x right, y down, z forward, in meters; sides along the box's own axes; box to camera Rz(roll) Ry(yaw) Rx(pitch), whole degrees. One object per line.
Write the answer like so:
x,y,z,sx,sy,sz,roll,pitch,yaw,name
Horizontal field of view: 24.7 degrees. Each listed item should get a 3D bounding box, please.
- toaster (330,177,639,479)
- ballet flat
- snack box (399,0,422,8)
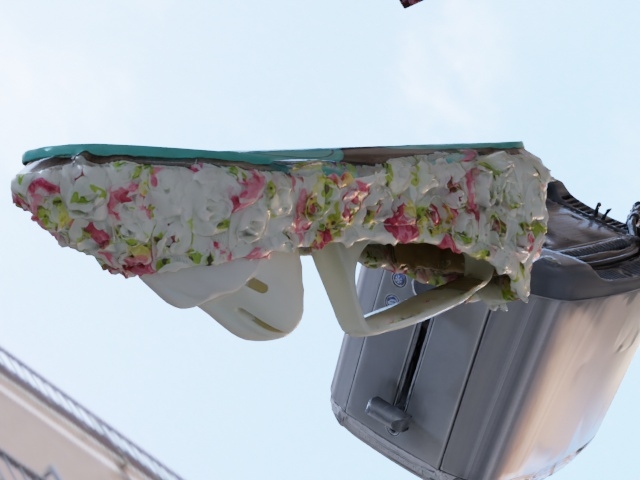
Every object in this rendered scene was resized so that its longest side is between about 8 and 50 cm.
0.103,0.048,0.812,0.227,0.129,0.146,-10,-56,-56,toaster
0.000,0.000,0.562,0.241,0.091,0.077,-3,-94,-34,ballet flat
0.028,-0.270,0.868,0.070,0.174,0.207,-22,-55,13,snack box
